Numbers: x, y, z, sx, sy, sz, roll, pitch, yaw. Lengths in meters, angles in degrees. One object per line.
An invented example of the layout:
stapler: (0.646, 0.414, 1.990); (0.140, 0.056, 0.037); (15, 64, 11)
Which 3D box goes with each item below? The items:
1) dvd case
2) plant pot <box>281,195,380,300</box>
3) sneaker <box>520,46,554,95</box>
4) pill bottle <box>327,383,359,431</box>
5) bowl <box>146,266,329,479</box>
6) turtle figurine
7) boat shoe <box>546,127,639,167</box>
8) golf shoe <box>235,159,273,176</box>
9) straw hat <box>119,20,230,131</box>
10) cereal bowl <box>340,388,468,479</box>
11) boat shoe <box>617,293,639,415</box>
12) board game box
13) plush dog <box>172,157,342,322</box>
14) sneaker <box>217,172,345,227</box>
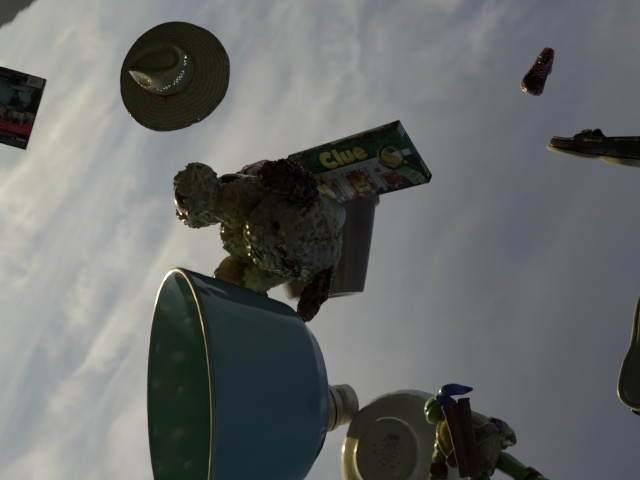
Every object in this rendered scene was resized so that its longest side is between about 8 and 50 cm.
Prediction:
dvd case: (-0.489, -0.209, 1.123); (0.013, 0.087, 0.119); (160, -56, -79)
plant pot: (0.000, 0.000, 1.760); (0.323, 0.323, 0.280); (-14, -101, 41)
sneaker: (0.414, -0.321, 1.348); (0.057, 0.047, 0.119); (103, 14, -53)
pill bottle: (-0.022, 0.415, 1.748); (0.121, 0.221, 0.121); (4, -85, 55)
bowl: (-0.098, 0.186, 0.858); (0.311, 0.163, 0.312); (180, -90, -65)
turtle figurine: (0.267, 0.394, 1.173); (0.266, 0.197, 0.275); (43, -57, 44)
boat shoe: (0.590, -0.204, 1.524); (0.227, 0.081, 0.069); (21, -75, 48)
golf shoe: (-0.168, -0.179, 1.858); (0.186, 0.086, 0.067); (-63, 165, -77)
straw hat: (-0.181, -0.198, 0.818); (0.144, 0.061, 0.145); (-1, -95, 15)
cereal bowl: (0.182, 0.502, 1.644); (0.339, 0.141, 0.339); (-16, -120, 30)
boat shoe: (0.624, 0.175, 1.290); (0.114, 0.091, 0.303); (18, -103, 52)
board game box: (0.069, -0.138, 1.369); (0.259, 0.136, 0.030); (-13, -145, 37)
plush dog: (-0.057, -0.010, 1.021); (0.210, 0.262, 0.225); (-30, -156, -33)
sneaker: (-0.087, -0.065, 1.371); (0.256, 0.151, 0.094); (15, -85, 16)
